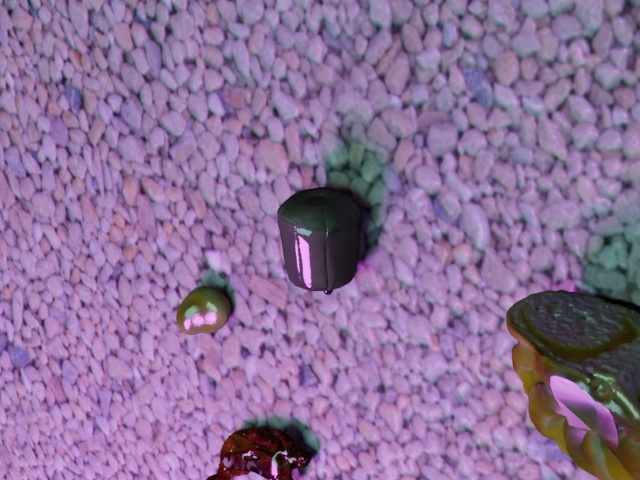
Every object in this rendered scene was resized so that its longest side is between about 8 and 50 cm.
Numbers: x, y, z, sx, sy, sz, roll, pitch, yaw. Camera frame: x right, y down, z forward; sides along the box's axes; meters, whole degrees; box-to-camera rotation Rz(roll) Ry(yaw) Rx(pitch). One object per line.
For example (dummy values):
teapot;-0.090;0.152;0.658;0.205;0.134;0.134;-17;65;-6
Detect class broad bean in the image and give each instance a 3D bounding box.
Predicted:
broad bean;-0.154;0.093;1.776;0.083;0.045;0.063;-30;87;38

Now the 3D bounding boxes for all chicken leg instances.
chicken leg;-0.091;0.293;1.795;0.219;0.048;0.090;-12;95;45

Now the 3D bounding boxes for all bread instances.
bread;0.290;0.165;1.314;0.260;0.158;0.156;22;124;38

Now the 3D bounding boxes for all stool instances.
stool;0.000;0.000;1.561;0.096;0.096;0.110;21;126;36
